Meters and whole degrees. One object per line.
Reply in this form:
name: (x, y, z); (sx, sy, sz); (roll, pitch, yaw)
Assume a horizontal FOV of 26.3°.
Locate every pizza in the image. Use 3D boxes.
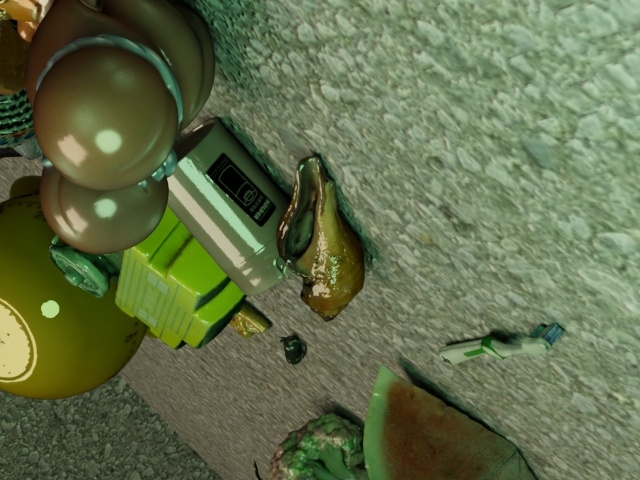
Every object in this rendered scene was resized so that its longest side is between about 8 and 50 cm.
pizza: (-0.136, 0.111, 2.114); (0.160, 0.036, 0.099); (34, 161, 30)

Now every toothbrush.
toothbrush: (0.175, 0.112, 1.405); (0.030, 0.030, 0.304); (45, 163, -4)

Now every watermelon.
watermelon: (0.160, 0.292, 1.702); (0.260, 0.176, 0.256); (32, -161, 29)

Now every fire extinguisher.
fire extinguisher: (-0.039, 0.160, 2.031); (0.038, 0.025, 0.083); (2, 155, 5)

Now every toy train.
toy train: (-0.216, 0.012, 1.843); (0.272, 0.179, 0.442); (37, 162, 1)

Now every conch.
conch: (-0.002, -0.001, 1.469); (0.080, 0.086, 0.232); (-88, -19, -57)

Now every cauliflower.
cauliflower: (0.043, 0.402, 2.207); (0.315, 0.239, 0.256); (8, 173, 3)

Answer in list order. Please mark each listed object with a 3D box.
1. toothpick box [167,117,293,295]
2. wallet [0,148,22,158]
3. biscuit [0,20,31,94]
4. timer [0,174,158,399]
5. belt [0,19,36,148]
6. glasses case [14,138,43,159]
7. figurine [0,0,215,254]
toothpick box: (-0.099, -0.036, 1.541); (0.180, 0.111, 0.111); (50, 162, -16)
wallet: (-0.566, -0.234, 2.241); (0.262, 0.071, 0.221); (10, 138, 56)
biscuit: (-0.413, -0.291, 1.493); (0.049, 0.205, 0.324); (-2, 119, 26)
timer: (-0.424, 0.068, 2.248); (0.376, 0.387, 0.376); (10, 118, 20)
belt: (-0.434, -0.229, 1.682); (0.257, 0.207, 0.150); (29, 165, -10)
glasses case: (-0.463, -0.209, 1.982); (0.282, 0.067, 0.109); (44, 155, 47)
figurine: (-0.264, -0.200, 1.303); (0.388, 0.248, 0.276); (39, 159, 7)
